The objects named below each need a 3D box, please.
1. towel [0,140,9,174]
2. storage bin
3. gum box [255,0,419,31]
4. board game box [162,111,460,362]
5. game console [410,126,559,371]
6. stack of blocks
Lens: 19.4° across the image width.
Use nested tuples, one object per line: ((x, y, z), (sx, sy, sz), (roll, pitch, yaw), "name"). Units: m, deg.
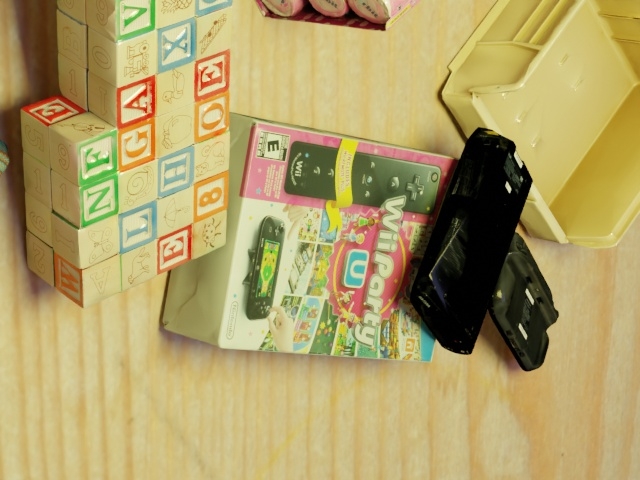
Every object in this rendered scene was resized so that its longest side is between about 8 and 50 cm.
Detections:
((-0.442, -0.037, 1.518), (0.370, 0.040, 0.271), (32, 79, -42), "towel")
((0.293, -0.168, 2.107), (0.260, 0.123, 0.262), (-53, 130, -21), "storage bin")
((0.029, -0.261, 1.796), (0.107, 0.188, 0.062), (-46, 127, -26), "gum box")
((0.000, 0.000, 1.895), (0.303, 0.097, 0.224), (7, 95, -45), "board game box")
((0.194, 0.048, 2.043), (0.213, 0.044, 0.361), (-68, 151, -19), "game console")
((-0.172, -0.107, 1.661), (0.171, 0.087, 0.297), (-24, 132, -36), "stack of blocks")
